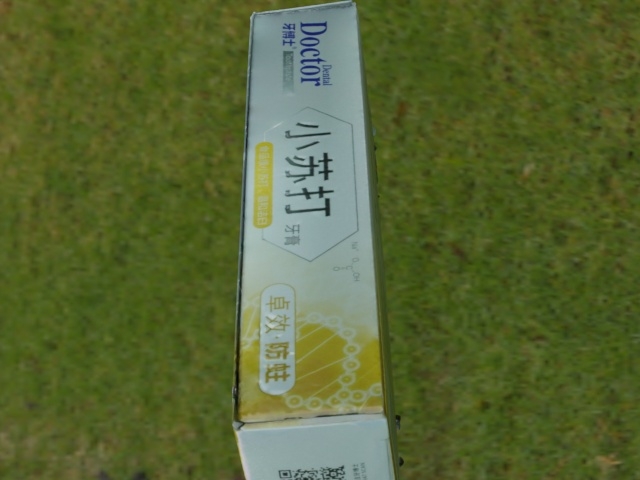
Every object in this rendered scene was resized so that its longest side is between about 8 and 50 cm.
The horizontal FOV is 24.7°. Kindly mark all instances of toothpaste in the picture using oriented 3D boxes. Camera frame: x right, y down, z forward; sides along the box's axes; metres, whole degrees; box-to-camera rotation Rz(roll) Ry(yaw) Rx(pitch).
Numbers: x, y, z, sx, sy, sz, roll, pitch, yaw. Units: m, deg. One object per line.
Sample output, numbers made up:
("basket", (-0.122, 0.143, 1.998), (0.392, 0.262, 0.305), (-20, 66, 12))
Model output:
("toothpaste", (0.000, 0.000, 0.712), (0.071, 0.089, 0.312), (-7, 40, 5))
